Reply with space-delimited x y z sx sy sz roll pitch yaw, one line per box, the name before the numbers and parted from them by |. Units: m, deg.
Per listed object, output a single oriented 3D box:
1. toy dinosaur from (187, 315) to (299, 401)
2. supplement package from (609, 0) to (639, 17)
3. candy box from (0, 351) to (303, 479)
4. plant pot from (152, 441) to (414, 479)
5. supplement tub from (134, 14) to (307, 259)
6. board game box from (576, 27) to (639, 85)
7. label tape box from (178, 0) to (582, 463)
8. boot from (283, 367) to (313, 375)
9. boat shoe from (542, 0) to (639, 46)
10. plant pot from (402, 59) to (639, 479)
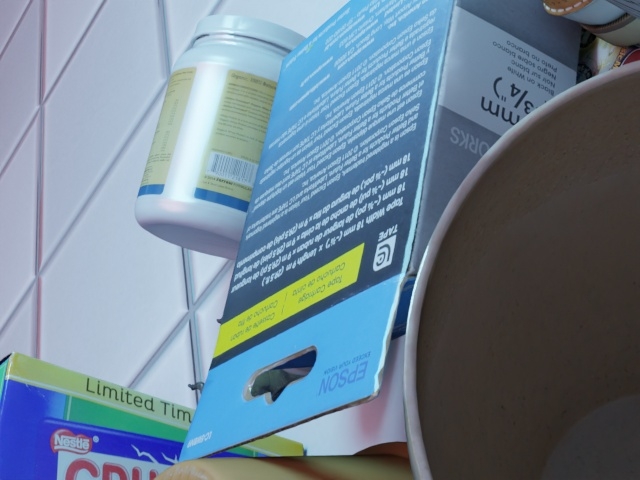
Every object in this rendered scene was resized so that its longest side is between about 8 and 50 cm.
toy dinosaur | -0.056 0.098 1.046 0.268 0.064 0.118 -39 47 37
supplement package | 0.193 -0.177 0.536 0.177 0.293 0.175 -62 30 14
candy box | -0.150 0.274 0.871 0.122 0.268 0.317 -33 45 43
plant pot | -0.012 0.248 0.719 0.291 0.204 0.290 -39 40 43
supplement tub | -0.080 -0.092 1.111 0.144 0.144 0.199 -5 68 59
board game box | 0.201 -0.139 0.761 0.243 0.042 0.165 -64 29 12
label tape box | 0.041 -0.014 0.777 0.241 0.106 0.333 -31 41 54
boot | 0.000 0.000 0.975 0.123 0.095 0.258 -31 33 58
boat shoe | 0.175 -0.273 0.734 0.113 0.103 0.302 -26 50 52
plant pot | 0.170 0.092 0.485 0.191 0.284 0.284 90 -178 -62
